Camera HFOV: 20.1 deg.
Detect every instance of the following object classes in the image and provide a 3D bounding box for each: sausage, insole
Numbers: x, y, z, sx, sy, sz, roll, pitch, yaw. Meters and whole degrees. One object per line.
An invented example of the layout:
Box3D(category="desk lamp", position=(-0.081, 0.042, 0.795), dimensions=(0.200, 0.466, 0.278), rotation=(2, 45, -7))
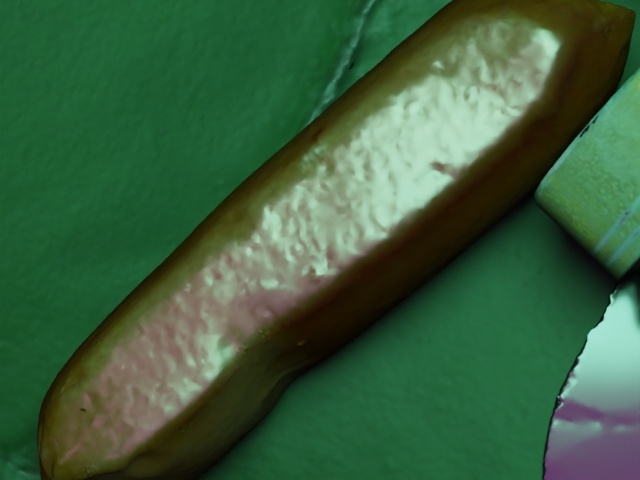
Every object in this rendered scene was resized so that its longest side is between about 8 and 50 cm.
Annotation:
Box3D(category="sausage", position=(0.000, 0.000, 0.835), dimensions=(0.348, 0.097, 0.094), rotation=(-40, 71, 2))
Box3D(category="insole", position=(0.167, 0.039, 0.852), dimensions=(0.086, 0.005, 0.253), rotation=(17, 87, 8))

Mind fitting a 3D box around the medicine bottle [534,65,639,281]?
Box3D(category="medicine bottle", position=(0.258, 0.036, 0.762), dimensions=(0.322, 0.151, 0.151), rotation=(43, 91, 8))
